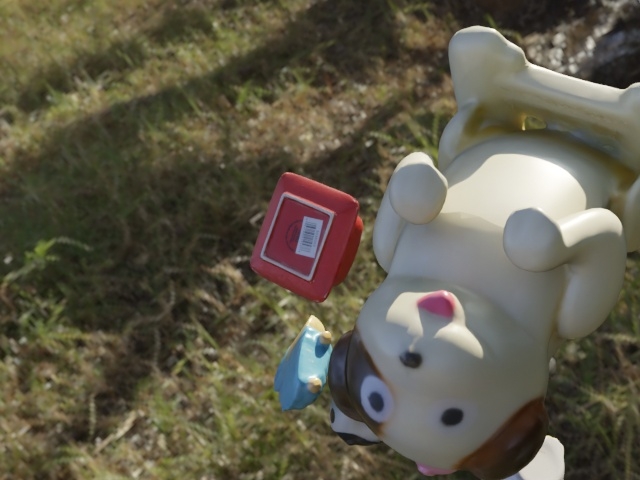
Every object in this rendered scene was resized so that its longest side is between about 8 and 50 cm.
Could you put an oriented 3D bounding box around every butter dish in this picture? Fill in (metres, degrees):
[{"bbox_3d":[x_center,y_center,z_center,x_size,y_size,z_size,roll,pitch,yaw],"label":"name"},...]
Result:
[{"bbox_3d":[0.000,0.000,1.540,0.160,0.118,0.160,24,97,38],"label":"butter dish"}]

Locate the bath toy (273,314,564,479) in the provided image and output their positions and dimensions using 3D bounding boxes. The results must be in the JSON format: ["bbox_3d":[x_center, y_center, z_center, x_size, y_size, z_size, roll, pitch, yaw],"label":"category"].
[{"bbox_3d":[0.117,0.213,1.234,0.129,0.348,0.151,-57,8,51],"label":"bath toy"}]

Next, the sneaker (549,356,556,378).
[{"bbox_3d":[0.210,0.178,1.436,0.267,0.106,0.101,-22,10,-38],"label":"sneaker"}]

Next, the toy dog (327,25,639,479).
[{"bbox_3d":[0.168,0.039,1.103,0.285,0.395,0.408,26,62,14],"label":"toy dog"}]
